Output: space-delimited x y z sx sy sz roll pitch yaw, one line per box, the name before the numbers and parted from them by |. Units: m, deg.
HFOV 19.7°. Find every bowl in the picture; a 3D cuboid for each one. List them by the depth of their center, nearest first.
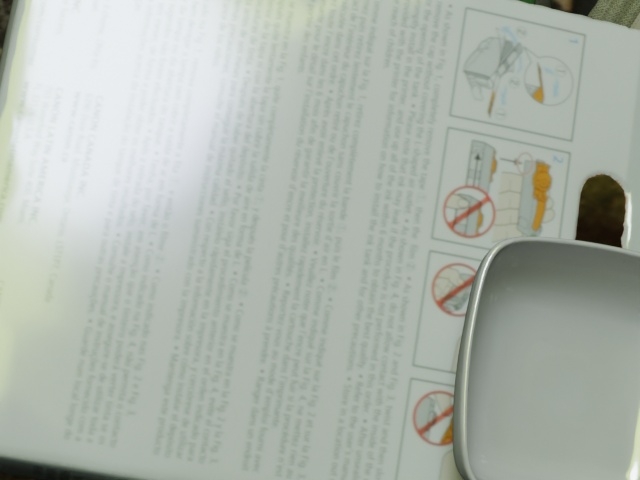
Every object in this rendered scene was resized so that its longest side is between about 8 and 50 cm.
bowl | 0.135 0.075 0.963 0.142 0.053 0.142 11 77 -12

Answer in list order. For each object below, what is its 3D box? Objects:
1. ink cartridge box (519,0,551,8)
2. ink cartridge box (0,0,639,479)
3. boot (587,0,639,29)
ink cartridge box | -0.004 -0.185 1.138 0.289 0.211 0.121 8 51 9
ink cartridge box | 0.000 0.000 1.029 0.385 0.091 0.308 11 76 -8
boot | 0.288 -0.161 1.166 0.213 0.077 0.165 -42 56 -3
